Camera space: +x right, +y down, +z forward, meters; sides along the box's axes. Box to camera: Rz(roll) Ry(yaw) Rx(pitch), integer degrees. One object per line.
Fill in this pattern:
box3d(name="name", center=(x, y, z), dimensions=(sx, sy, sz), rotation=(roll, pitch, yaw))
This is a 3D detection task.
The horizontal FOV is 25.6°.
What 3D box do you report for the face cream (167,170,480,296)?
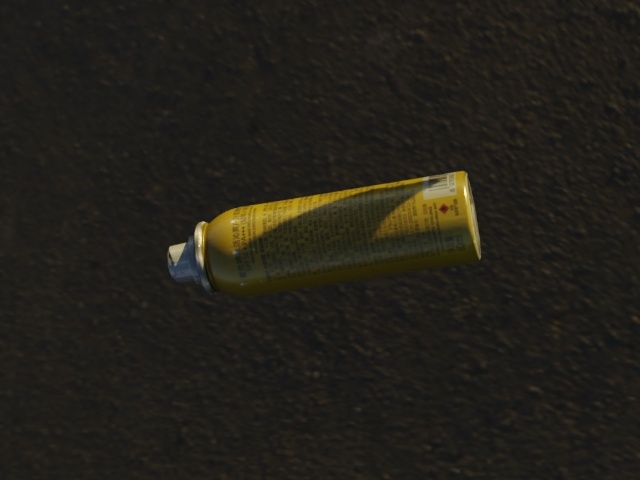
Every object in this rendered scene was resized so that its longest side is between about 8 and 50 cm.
box3d(name="face cream", center=(0.000, 0.000, 1.581), dimensions=(0.349, 0.105, 0.105), rotation=(-9, 74, 9))
